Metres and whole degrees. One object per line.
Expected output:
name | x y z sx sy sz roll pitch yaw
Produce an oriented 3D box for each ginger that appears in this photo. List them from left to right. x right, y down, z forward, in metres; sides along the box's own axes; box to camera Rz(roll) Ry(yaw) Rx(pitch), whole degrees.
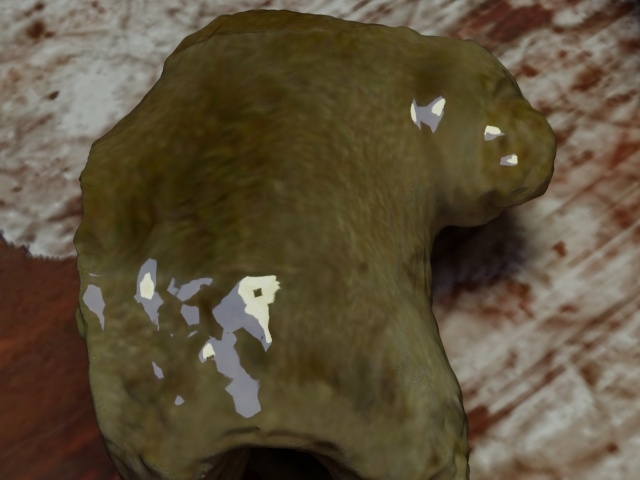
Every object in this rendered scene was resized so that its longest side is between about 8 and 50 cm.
ginger | 0.000 0.000 0.623 0.221 0.130 0.276 -14 57 -10
